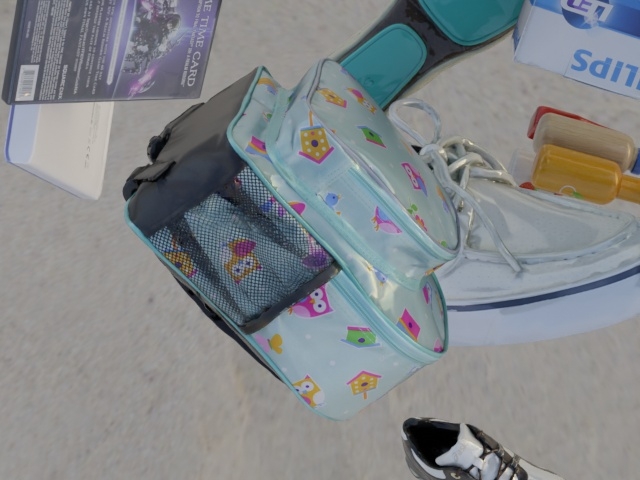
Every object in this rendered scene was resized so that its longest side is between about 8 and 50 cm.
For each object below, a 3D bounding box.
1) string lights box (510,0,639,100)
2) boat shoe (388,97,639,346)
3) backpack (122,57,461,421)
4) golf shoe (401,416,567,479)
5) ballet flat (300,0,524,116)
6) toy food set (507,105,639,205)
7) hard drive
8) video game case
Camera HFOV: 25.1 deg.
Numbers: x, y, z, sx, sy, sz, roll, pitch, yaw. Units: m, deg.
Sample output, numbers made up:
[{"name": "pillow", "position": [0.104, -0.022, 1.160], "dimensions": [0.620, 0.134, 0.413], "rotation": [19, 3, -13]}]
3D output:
[{"name": "string lights box", "position": [0.234, -0.230, 0.977], "dimensions": [0.133, 0.077, 0.259], "rotation": [18, 111, -1]}, {"name": "boat shoe", "position": [0.077, -0.022, 1.033], "dimensions": [0.367, 0.136, 0.156], "rotation": [0, 113, 37]}, {"name": "backpack", "position": [0.000, 0.000, 0.810], "dimensions": [0.144, 0.166, 0.188], "rotation": [-30, 106, 13]}, {"name": "golf shoe", "position": [0.155, 0.222, 1.337], "dimensions": [0.198, 0.094, 0.077], "rotation": [18, 69, 31]}, {"name": "ballet flat", "position": [0.084, -0.165, 1.107], "dimensions": [0.248, 0.086, 0.086], "rotation": [-33, 94, 11]}, {"name": "toy food set", "position": [0.233, -0.052, 1.329], "dimensions": [0.104, 0.232, 0.111], "rotation": [16, 72, 0]}, {"name": "hard drive", "position": [-0.345, -0.181, 1.949], "dimensions": [0.040, 0.319, 0.210], "rotation": [7, 84, 8]}, {"name": "video game case", "position": [-0.245, -0.260, 1.747], "dimensions": [0.026, 0.274, 0.196], "rotation": [40, 125, 40]}]
